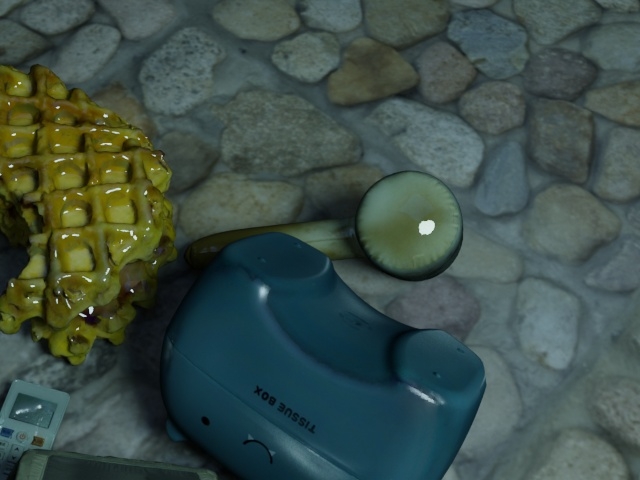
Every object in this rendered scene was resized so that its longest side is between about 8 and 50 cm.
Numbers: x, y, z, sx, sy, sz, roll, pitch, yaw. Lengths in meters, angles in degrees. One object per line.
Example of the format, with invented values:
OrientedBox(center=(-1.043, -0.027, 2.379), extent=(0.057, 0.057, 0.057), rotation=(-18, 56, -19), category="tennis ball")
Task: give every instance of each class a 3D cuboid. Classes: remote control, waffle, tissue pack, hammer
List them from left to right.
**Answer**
OrientedBox(center=(-0.296, 0.214, 1.040), extent=(0.061, 0.029, 0.162), rotation=(18, 52, -5), category="remote control")
OrientedBox(center=(-0.303, -0.038, 1.137), extent=(0.324, 0.151, 0.261), rotation=(36, 63, 14), category="waffle")
OrientedBox(center=(-0.006, 0.143, 1.021), extent=(0.287, 0.206, 0.198), rotation=(33, 19, 11), category="tissue pack")
OrientedBox(center=(0.000, 0.000, 1.156), extent=(0.305, 0.202, 0.113), rotation=(-8, 81, 7), category="hammer")

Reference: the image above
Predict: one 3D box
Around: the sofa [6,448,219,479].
OrientedBox(center=(-0.184, 0.302, 0.927), extent=(0.210, 0.176, 0.225), rotation=(8, 14, -13), category="sofa")
